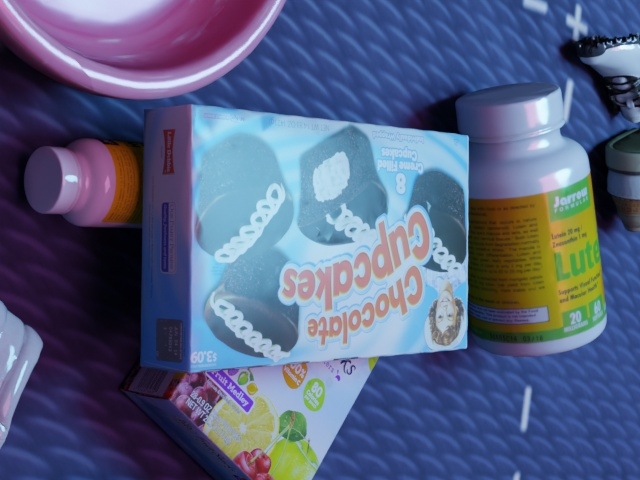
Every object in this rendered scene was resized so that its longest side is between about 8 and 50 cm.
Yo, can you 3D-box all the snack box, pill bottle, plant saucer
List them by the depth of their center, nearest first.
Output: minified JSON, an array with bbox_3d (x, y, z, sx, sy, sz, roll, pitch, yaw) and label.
[{"bbox_3d":[-0.147,-0.265,0.927,0.332,0.084,0.332,-5,97,-46],"label":"plant saucer"},{"bbox_3d":[-0.154,-0.041,0.957,0.116,0.065,0.065,1,94,-47],"label":"pill bottle"},{"bbox_3d":[0.000,0.000,1.031,0.322,0.060,0.187,0,91,-47],"label":"snack box"},{"bbox_3d":[-0.042,0.092,1.086,0.174,0.070,0.207,50,57,-36],"label":"snack box"},{"bbox_3d":[0.198,-0.023,1.280,0.136,0.136,0.246,-25,112,-42],"label":"pill bottle"}]

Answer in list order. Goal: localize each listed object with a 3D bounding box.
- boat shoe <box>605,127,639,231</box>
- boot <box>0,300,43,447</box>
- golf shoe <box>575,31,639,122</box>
[{"bbox_3d":[0.441,-0.095,1.562,0.302,0.113,0.103,-20,114,-36],"label":"boat shoe"},{"bbox_3d":[-0.268,0.140,0.830,0.123,0.095,0.258,42,63,-33],"label":"boot"},{"bbox_3d":[0.352,-0.180,1.473,0.198,0.077,0.094,4,92,-46],"label":"golf shoe"}]
